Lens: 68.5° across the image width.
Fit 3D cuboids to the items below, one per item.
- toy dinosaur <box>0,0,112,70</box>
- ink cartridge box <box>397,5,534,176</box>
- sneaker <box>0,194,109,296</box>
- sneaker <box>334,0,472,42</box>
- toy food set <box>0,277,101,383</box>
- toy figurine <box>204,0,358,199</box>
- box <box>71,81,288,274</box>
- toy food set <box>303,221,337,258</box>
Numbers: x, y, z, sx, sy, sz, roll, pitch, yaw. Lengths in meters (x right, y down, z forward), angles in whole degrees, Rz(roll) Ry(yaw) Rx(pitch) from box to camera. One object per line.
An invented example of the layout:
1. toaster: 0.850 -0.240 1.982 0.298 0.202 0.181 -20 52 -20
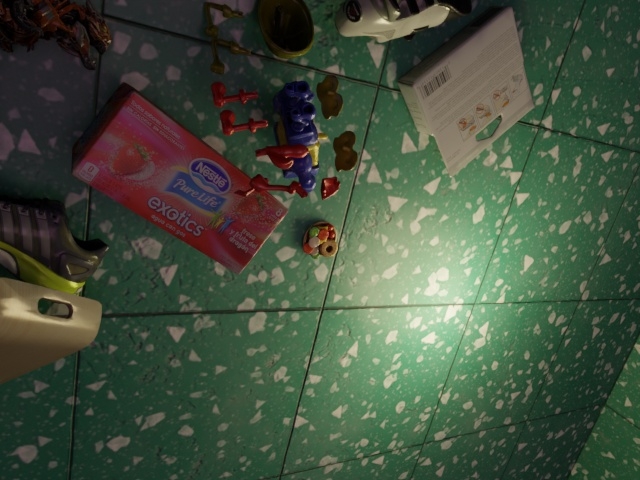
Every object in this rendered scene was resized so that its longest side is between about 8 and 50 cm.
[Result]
1. toy dinosaur: -0.437 -0.306 0.573 0.321 0.164 0.219 26 84 -16
2. ink cartridge box: 0.321 -0.313 1.005 0.275 0.060 0.239 -39 126 -8
3. sneaker: -0.454 -0.031 0.699 0.121 0.111 0.300 -47 133 -10
4. sneaker: 0.149 -0.427 0.839 0.330 0.146 0.123 -27 98 -41
5. toy food set: -0.509 0.147 0.668 0.305 0.093 0.220 -23 163 1
6. toy figurine: -0.074 -0.203 0.805 0.191 0.217 0.363 -13 75 -7
7. box: -0.220 -0.095 0.757 0.300 0.154 0.142 37 92 -34
8. toy food set: 0.000 0.000 0.999 0.082 0.020 0.084 -8 116 -25
